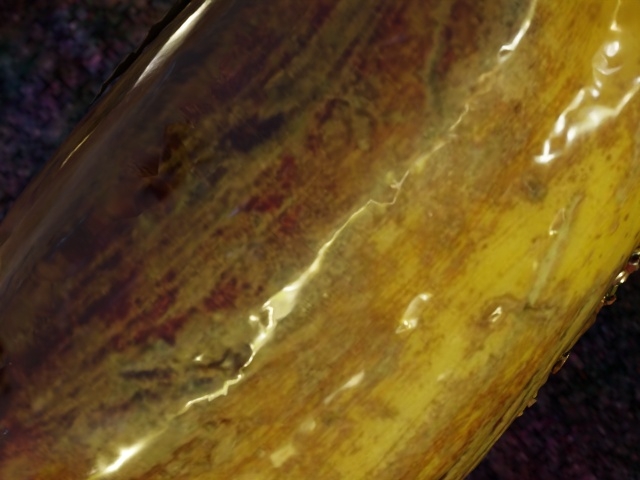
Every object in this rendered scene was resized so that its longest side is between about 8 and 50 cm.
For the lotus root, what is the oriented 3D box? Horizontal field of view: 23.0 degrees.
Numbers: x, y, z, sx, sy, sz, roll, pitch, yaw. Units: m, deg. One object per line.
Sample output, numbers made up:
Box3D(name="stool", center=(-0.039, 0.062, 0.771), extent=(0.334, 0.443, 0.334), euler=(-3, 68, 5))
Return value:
Box3D(name="lotus root", center=(0.000, 0.000, 0.575), extent=(0.397, 0.196, 0.179), euler=(-47, 11, 1))
